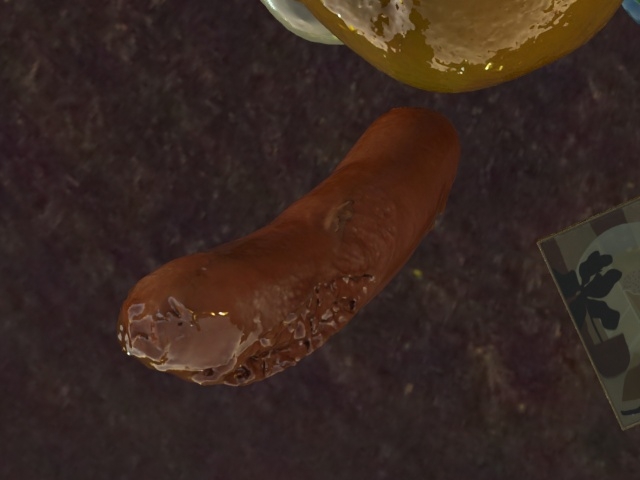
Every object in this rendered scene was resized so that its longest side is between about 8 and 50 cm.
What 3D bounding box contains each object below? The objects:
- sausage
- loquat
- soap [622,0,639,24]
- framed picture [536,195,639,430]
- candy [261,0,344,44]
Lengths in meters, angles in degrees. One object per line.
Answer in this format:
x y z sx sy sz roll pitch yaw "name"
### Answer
0.002 0.001 0.675 0.087 0.327 0.079 48 127 2 "sausage"
0.072 -0.181 0.611 0.208 0.208 0.208 13 133 15 "loquat"
0.332 -0.174 0.817 0.156 0.077 0.293 27 177 -40 "soap"
0.308 0.064 1.098 0.136 0.010 0.200 -24 93 11 "framed picture"
0.028 -0.348 1.198 0.295 0.295 0.185 40 174 -11 "candy"
